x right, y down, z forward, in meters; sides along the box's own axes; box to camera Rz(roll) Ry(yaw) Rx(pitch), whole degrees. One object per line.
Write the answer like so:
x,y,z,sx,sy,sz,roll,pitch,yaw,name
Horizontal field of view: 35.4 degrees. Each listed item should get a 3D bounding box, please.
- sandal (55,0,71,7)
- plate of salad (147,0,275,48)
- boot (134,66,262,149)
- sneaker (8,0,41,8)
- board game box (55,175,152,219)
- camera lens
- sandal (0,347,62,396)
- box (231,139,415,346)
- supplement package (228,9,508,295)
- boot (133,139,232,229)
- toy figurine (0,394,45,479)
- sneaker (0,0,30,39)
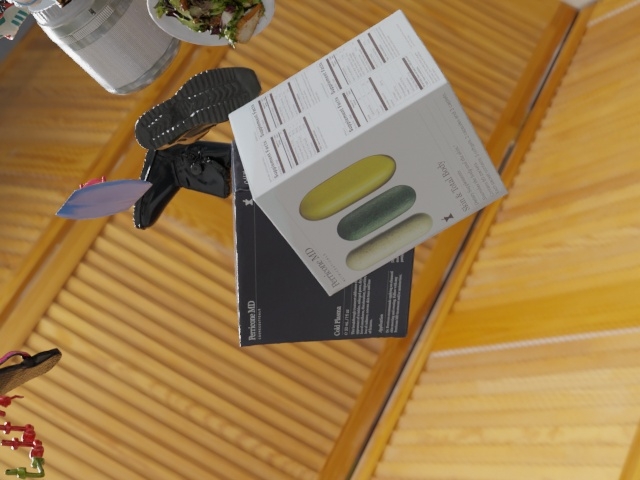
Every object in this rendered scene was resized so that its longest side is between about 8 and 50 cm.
-0.476,-0.520,1.759,0.167,0.107,0.446,47,-175,-24,sandal
-0.171,-0.359,1.567,0.199,0.048,0.200,-1,155,-1,plate of salad
-0.159,-0.194,1.457,0.198,0.137,0.077,-20,89,18,boot
-0.480,-0.397,1.408,0.190,0.071,0.083,26,-177,-9,sneaker
-0.361,-0.081,1.648,0.133,0.033,0.168,-7,163,-35,board game box
-0.439,-0.455,2.082,0.219,0.219,0.274,3,150,43,camera lens
-0.448,0.187,1.465,0.040,0.067,0.179,46,-161,8,sandal
0.000,0.000,1.798,0.312,0.179,0.343,-3,124,-7,box
0.057,-0.110,1.270,0.199,0.262,0.198,53,-169,-39,supplement package
-0.307,-0.123,2.297,0.207,0.246,0.094,15,-177,7,boot
-0.580,0.418,1.654,0.191,0.217,0.362,11,-163,-32,toy figurine
-0.639,-0.461,2.066,0.057,0.161,0.075,23,136,18,sneaker
